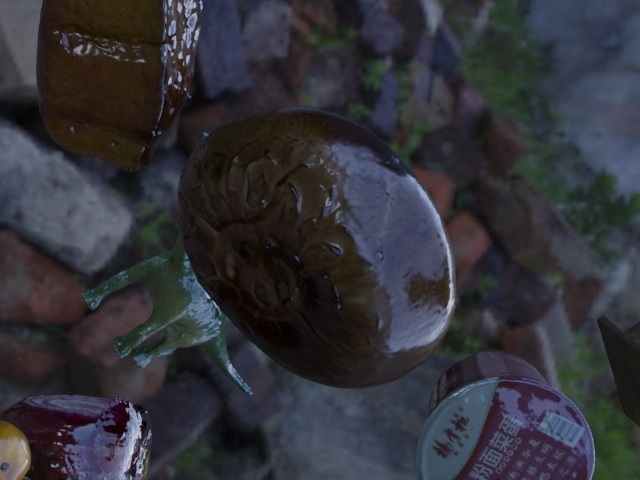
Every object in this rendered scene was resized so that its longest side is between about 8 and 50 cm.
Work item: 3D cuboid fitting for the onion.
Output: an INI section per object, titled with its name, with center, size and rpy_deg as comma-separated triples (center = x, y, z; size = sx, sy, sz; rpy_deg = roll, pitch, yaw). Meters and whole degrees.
[onion]
center = -0.260, 0.214, 1.394
size = 0.173, 0.198, 0.135
rpy_deg = 28, 63, -75

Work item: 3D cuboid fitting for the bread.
[bread]
center = -0.174, -0.190, 1.301
size = 0.232, 0.135, 0.247
rpy_deg = -86, -174, -53

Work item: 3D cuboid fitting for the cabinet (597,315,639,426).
[cabinet]
center = 0.405, 0.130, 1.369
size = 0.175, 0.215, 0.148
rpy_deg = -32, 129, -12

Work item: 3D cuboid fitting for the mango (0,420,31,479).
[mango]
center = -0.231, 0.155, 0.986
size = 0.046, 0.089, 0.060
rpy_deg = 35, 46, -24

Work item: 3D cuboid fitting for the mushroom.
[mushroom]
center = -0.010, 0.011, 1.366
size = 0.163, 0.297, 0.278
rpy_deg = -40, 158, -30

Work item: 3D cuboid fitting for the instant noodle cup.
[instant noodle cup]
center = 0.239, 0.265, 1.973
size = 0.178, 0.235, 0.235
rpy_deg = -91, -175, -75

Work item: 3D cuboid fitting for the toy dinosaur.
[toy dinosaur]
center = -0.121, 0.041, 1.749
size = 0.447, 0.301, 0.087
rpy_deg = 39, 22, -50
